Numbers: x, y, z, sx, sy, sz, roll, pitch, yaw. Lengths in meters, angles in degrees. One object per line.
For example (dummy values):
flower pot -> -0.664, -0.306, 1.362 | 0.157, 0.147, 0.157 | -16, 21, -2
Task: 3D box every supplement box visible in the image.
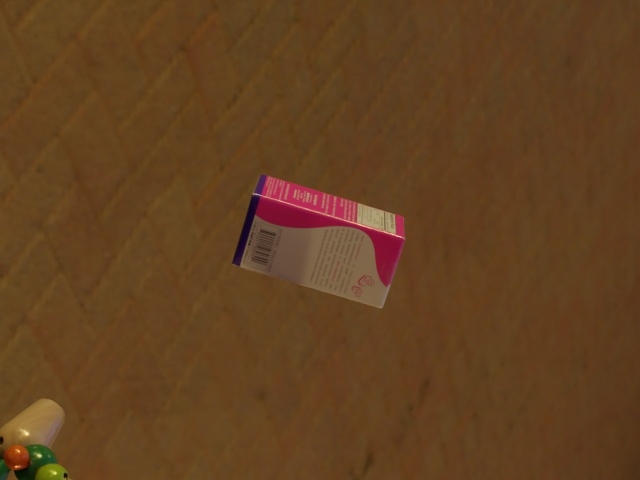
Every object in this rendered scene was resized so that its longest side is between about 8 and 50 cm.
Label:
supplement box -> 0.000, 0.000, 1.888 | 0.114, 0.220, 0.111 | -79, -174, -72

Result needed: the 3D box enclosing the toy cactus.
toy cactus -> -0.278, 0.213, 1.183 | 0.112, 0.219, 0.180 | 50, 39, -11
